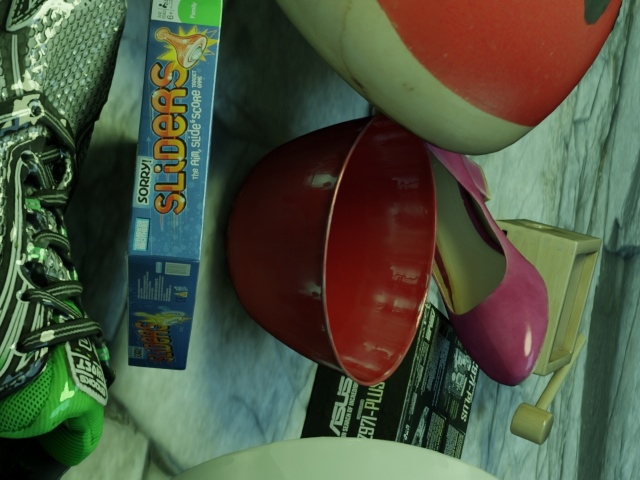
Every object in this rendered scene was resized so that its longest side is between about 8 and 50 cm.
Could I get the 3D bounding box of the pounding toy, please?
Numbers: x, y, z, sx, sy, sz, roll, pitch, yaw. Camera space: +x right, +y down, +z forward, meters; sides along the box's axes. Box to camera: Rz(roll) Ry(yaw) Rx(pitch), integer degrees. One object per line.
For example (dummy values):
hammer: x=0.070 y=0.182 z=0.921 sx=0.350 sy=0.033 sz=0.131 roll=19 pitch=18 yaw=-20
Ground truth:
pounding toy: x=0.196 y=0.087 z=1.451 sx=0.181 sy=0.094 sz=0.206 roll=-4 pitch=109 yaw=-69

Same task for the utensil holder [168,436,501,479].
utensil holder: x=0.008 y=0.330 z=0.712 sx=0.385 sy=0.328 sz=0.327 roll=-90 pitch=172 yaw=-59

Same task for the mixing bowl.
mixing bowl: x=0.000 y=0.000 z=1.001 sx=0.181 sy=0.098 sz=0.181 roll=-27 pitch=121 yaw=-60

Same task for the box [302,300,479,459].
box: x=0.054 y=0.146 z=1.171 sx=0.147 sy=0.078 sz=0.180 roll=40 pitch=60 yaw=-60

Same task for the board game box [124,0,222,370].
board game box: x=-0.077 y=-0.023 z=0.776 sx=0.201 sy=0.035 sz=0.136 roll=109 pitch=-15 yaw=-69

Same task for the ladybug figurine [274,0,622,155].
ladybug figurine: x=0.076 y=-0.217 z=0.946 sx=0.449 sy=0.162 sz=0.305 roll=23 pitch=51 yaw=-60

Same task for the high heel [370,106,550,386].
high heel: x=0.097 y=-0.004 z=1.129 sx=0.117 sy=0.082 sz=0.244 roll=33 pitch=36 yaw=-36

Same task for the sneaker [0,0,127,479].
sneaker: x=-0.140 y=0.027 z=0.660 sx=0.134 sy=0.146 sz=0.343 roll=41 pitch=58 yaw=-60
